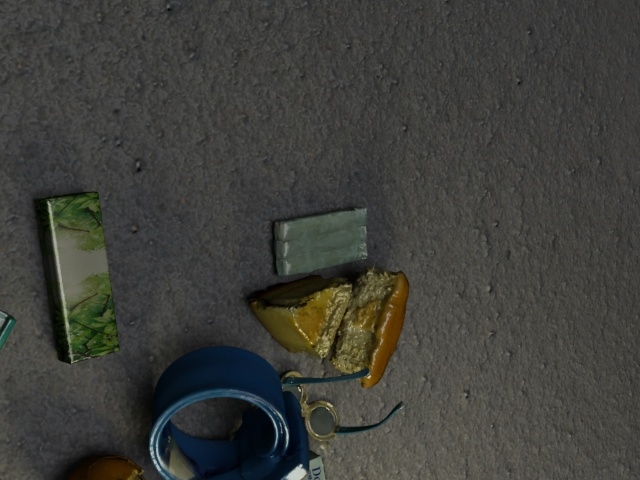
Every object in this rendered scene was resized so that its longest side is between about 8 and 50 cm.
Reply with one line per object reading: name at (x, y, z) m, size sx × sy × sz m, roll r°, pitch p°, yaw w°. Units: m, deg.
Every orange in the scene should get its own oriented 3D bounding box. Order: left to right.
orange at (-0.358, 0.436, 1.391) m, size 0.157 × 0.134 × 0.156 m, roll 30°, pitch 34°, yaw -23°

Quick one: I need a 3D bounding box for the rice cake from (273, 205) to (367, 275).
rice cake at (0.000, 0.000, 1.658) m, size 0.211 × 0.038 × 0.124 m, roll -6°, pitch 97°, yaw -33°

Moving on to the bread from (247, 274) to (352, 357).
bread at (-0.041, 0.115, 1.578) m, size 0.160 × 0.140 × 0.169 m, roll 37°, pitch 69°, yaw -42°

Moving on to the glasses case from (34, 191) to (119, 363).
glasses case at (-0.402, 0.059, 1.377) m, size 0.095 × 0.062 × 0.272 m, roll -12°, pitch 101°, yaw -39°

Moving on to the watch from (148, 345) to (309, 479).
watch at (-0.194, 0.341, 1.465) m, size 0.305 × 0.241 × 0.274 m, roll -33°, pitch 118°, yaw 8°

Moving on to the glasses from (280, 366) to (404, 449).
glasses at (0.043, 0.301, 1.629) m, size 0.189 × 0.221 × 0.088 m, roll 48°, pitch 31°, yaw -28°

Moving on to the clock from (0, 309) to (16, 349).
clock at (-0.619, 0.175, 1.216) m, size 0.231 × 0.116 × 0.262 m, roll 35°, pitch 75°, yaw -36°

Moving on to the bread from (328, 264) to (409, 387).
bread at (0.103, 0.171, 1.668) m, size 0.174 × 0.121 × 0.245 m, roll 51°, pitch 54°, yaw -71°

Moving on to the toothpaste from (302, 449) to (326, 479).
toothpaste at (-0.016, 0.591, 1.678) m, size 0.081 × 0.067 × 0.336 m, roll -17°, pitch 103°, yaw -32°
